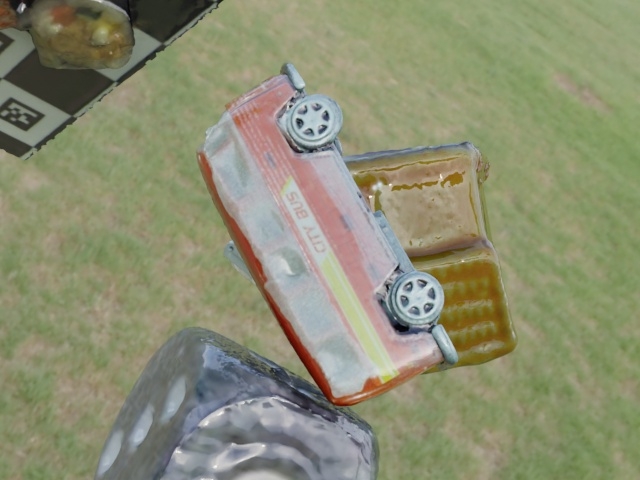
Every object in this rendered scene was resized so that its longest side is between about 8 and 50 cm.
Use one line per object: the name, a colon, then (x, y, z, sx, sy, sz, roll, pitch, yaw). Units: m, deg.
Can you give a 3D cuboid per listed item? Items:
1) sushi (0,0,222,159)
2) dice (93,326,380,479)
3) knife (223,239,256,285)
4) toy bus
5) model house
sushi: (-0.259, -0.170, 0.671, 0.343, 0.359, 0.064, 28, 51, -35)
dice: (-0.072, 0.189, 0.866, 0.181, 0.182, 0.183, 32, -3, -22)
knife: (-0.093, 0.059, 1.677, 0.162, 0.044, 0.023, 41, 24, 13)
toy bus: (0.000, 0.000, 0.802, 0.265, 0.120, 0.121, 61, -2, 9)
model house: (0.089, 0.024, 1.108, 0.268, 0.239, 0.173, -10, -5, -7)
